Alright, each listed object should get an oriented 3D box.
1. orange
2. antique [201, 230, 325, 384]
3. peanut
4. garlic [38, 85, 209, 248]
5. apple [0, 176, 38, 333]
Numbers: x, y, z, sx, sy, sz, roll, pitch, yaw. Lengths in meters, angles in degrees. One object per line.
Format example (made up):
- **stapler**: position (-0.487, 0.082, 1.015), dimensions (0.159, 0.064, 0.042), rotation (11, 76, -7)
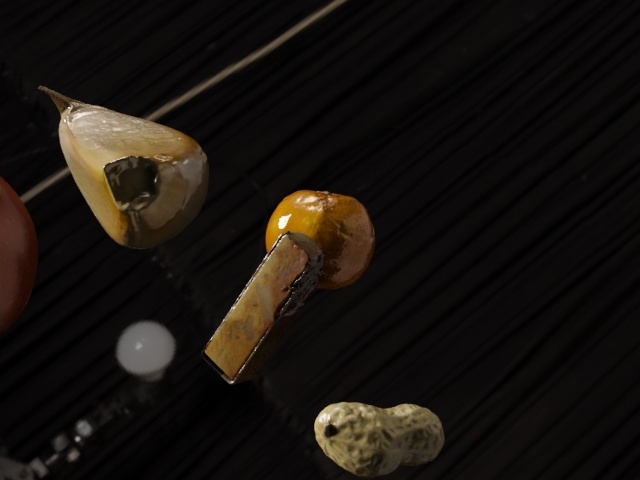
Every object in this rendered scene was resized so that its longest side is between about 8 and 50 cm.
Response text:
- **orange**: position (0.000, 0.000, 2.153), dimensions (0.261, 0.261, 0.261), rotation (49, 168, 14)
- **antique**: position (-0.102, 0.128, 1.760), dimensions (0.093, 0.310, 0.087), rotation (40, -163, 20)
- **peanut**: position (0.131, 0.432, 1.978), dimensions (0.143, 0.291, 0.159), rotation (131, 139, -54)
- **garlic**: position (-0.220, -0.085, 1.040), dimensions (0.245, 0.145, 0.164), rotation (39, 177, 43)
- **apple**: position (-0.630, 0.018, 1.476), dimensions (0.348, 0.348, 0.277), rotation (72, -179, -59)
